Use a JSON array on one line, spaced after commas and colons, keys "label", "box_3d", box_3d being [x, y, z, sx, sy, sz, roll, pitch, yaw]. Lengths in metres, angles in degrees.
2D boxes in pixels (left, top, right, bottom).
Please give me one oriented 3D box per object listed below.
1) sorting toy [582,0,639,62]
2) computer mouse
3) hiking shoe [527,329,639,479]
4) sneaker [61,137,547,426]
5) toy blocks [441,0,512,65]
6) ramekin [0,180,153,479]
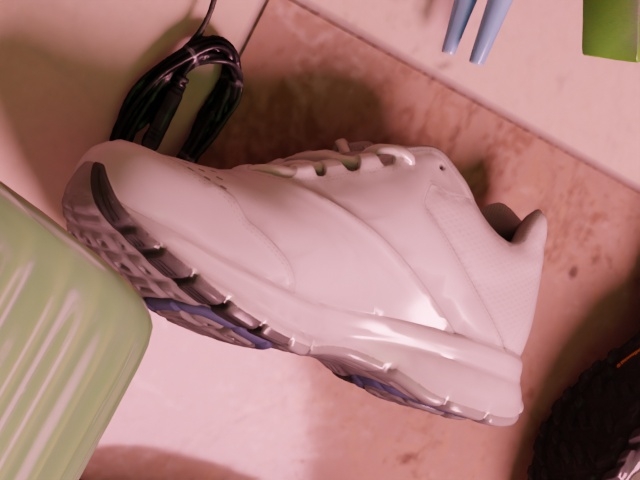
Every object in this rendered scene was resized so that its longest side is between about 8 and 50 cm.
[{"label": "sorting toy", "box_3d": [0.181, -0.246, 0.847, 0.196, 0.047, 0.348, -27, 121, -46]}, {"label": "computer mouse", "box_3d": [-0.041, -0.132, 0.809, 0.071, 0.041, 0.242, 13, 101, -33]}, {"label": "hiking shoe", "box_3d": [0.212, 0.101, 1.010, 0.114, 0.086, 0.227, 35, 87, -31]}, {"label": "sneaker", "box_3d": [0.000, 0.000, 0.855, 0.297, 0.111, 0.129, 22, 83, -43]}, {"label": "toy blocks", "box_3d": [0.070, -0.167, 0.852, 0.123, 0.054, 0.148, 13, 101, -33]}, {"label": "ramekin", "box_3d": [-0.208, 0.015, 0.619, 0.303, 0.303, 0.148, 38, 80, -34]}]
